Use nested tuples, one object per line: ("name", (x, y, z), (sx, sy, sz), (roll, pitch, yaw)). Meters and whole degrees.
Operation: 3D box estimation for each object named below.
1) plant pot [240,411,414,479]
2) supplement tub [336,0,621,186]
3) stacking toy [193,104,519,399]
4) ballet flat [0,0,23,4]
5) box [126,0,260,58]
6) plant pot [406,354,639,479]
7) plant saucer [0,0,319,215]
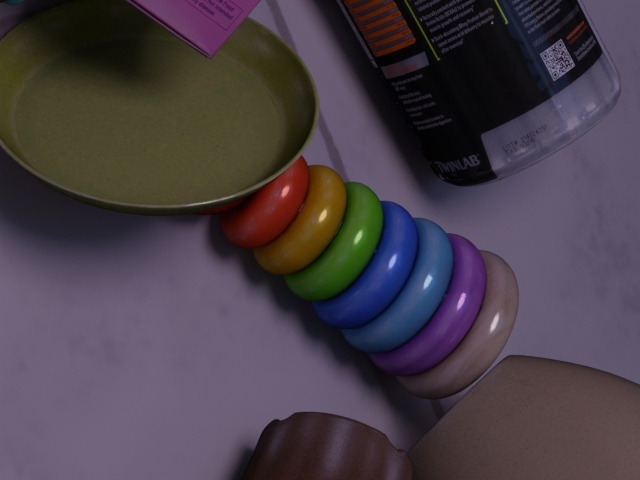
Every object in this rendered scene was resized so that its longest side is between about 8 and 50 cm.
("plant pot", (-0.006, 0.227, 1.000), (0.167, 0.167, 0.165), (43, 45, -26))
("supplement tub", (0.119, -0.223, 1.216), (0.193, 0.194, 0.316), (-43, 109, -42))
("stacking toy", (0.000, 0.000, 1.100), (0.330, 0.141, 0.141), (32, 58, -24))
("ballet flat", (-0.217, -0.328, 0.977), (0.124, 0.116, 0.342), (42, 50, -41))
("box", (-0.066, -0.290, 0.973), (0.117, 0.243, 0.213), (33, 16, -31))
("plant pot", (0.179, 0.206, 1.126), (0.191, 0.284, 0.284), (46, 46, 11))
("plant saucer", (-0.122, -0.095, 0.979), (0.241, 0.037, 0.241), (5, 45, -5))
